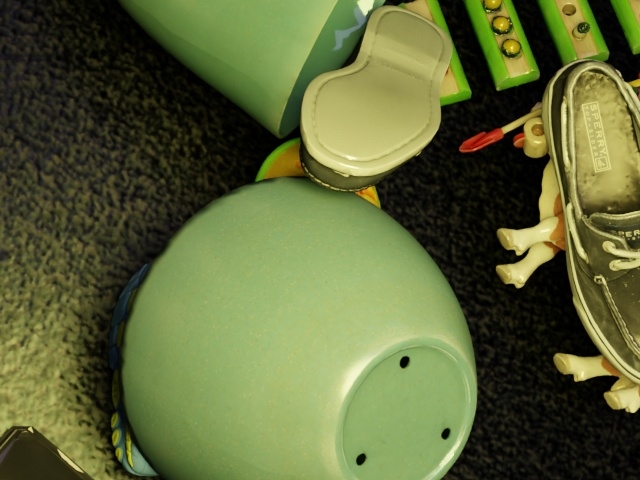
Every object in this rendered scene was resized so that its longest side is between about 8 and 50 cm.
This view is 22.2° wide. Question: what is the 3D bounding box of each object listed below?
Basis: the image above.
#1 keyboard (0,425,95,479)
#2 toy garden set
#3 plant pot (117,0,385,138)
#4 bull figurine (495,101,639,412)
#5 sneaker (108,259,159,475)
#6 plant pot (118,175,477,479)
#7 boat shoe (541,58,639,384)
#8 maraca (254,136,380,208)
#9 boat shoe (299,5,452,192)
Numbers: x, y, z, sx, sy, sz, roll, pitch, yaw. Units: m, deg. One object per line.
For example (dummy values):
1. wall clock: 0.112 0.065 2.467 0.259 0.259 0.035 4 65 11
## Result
1. keyboard: -0.193 0.322 1.331 0.317 0.033 0.201 44 61 -6
2. toy garden set: 0.215 -0.169 1.510 0.244 0.049 0.203 -16 67 -4
3. plant pot: -0.057 -0.271 1.381 0.235 0.293 0.293 32 69 3
4. bull figurine: 0.271 0.010 1.537 0.188 0.101 0.310 -34 86 -17
5. sneaker: -0.135 0.106 1.388 0.078 0.067 0.188 7 78 -33
6. plant pot: 0.013 0.110 1.301 0.290 0.195 0.290 -11 111 -32
7. boat shoe: 0.267 -0.013 1.421 0.108 0.102 0.301 -13 93 1
8. maraca: 0.000 0.000 1.438 0.127 0.099 0.185 -11 94 -23
9. boat shoe: 0.045 -0.103 1.392 0.114 0.091 0.302 28 32 6
